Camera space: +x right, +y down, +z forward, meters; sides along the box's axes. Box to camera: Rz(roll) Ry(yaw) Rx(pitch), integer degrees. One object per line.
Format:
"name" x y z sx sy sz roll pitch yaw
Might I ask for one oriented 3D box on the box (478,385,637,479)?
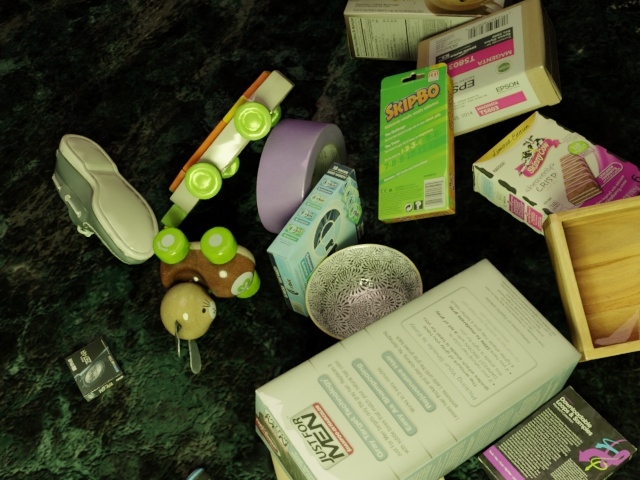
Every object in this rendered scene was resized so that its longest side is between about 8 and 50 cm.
"box" 0.300 0.276 0.998 0.162 0.029 0.116 -34 54 -12

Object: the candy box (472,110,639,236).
"candy box" 0.379 -0.088 1.234 0.159 0.071 0.233 -40 54 -17

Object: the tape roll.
"tape roll" -0.027 -0.098 1.259 0.080 0.189 0.189 10 56 19

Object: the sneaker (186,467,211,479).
"sneaker" -0.163 0.388 1.006 0.078 0.067 0.188 9 51 -7

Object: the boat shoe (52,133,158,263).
"boat shoe" -0.389 -0.058 1.392 0.319 0.116 0.099 51 119 30

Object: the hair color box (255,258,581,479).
"hair color box" 0.123 0.193 0.992 0.374 0.113 0.185 -26 58 -24

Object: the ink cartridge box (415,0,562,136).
"ink cartridge box" 0.285 -0.294 1.357 0.235 0.088 0.193 -17 46 28

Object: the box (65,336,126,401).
"box" -0.349 0.198 1.213 0.067 0.018 0.083 -31 53 -12

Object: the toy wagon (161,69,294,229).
"toy wagon" -0.167 -0.133 1.289 0.068 0.267 0.344 40 99 -7

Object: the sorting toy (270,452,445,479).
"sorting toy" 0.050 0.311 1.028 0.208 0.038 0.193 -22 51 1

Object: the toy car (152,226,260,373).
"toy car" -0.180 0.097 1.177 0.149 0.155 0.188 0 63 13

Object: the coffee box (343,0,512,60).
"coffee box" 0.211 -0.442 1.514 0.297 0.119 0.168 7 56 17

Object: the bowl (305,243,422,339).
"bowl" 0.069 0.095 1.157 0.170 0.080 0.170 -7 52 9

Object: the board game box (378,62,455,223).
"board game box" 0.158 -0.161 1.291 0.124 0.039 0.259 -8 72 30

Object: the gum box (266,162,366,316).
"gum box" 0.000 0.000 1.198 0.041 0.157 0.184 21 60 26

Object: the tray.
"tray" 0.534 0.026 1.065 0.411 0.076 0.203 -12 77 5
